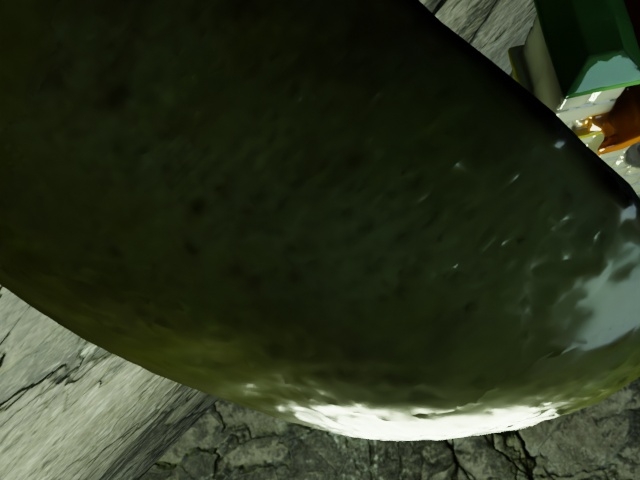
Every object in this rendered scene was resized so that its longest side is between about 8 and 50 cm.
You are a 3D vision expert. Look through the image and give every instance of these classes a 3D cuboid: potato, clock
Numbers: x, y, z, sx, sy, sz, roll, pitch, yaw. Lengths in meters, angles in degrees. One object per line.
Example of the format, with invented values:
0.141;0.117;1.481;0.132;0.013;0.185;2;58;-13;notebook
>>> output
0.000;0.000;0.588;0.213;0.280;0.330;-49;175;6;potato
0.215;-0.085;0.776;0.219;0.106;0.255;-13;165;-5;clock
